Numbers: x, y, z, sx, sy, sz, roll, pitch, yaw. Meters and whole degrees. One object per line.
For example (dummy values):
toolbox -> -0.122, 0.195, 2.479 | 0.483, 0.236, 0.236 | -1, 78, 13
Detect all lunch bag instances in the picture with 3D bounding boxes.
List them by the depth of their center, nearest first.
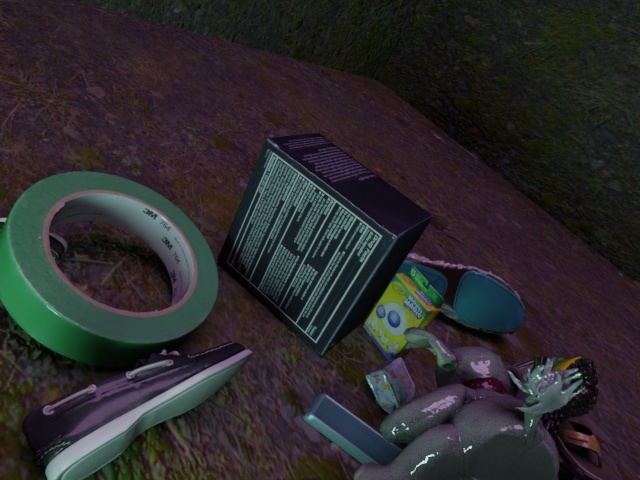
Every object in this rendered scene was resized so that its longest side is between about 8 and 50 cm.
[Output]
lunch bag -> 0.129, 0.265, 0.868 | 0.071, 0.053, 0.083 | -17, 78, -51

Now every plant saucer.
plant saucer -> 0.066, 0.318, 0.773 | 0.192, 0.018, 0.067 | 33, 31, 11

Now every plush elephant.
plush elephant -> 0.222, 0.268, 0.728 | 0.272, 0.330, 0.255 | 30, 10, -4

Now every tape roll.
tape roll -> -0.318, 0.035, 0.756 | 0.321, 0.077, 0.321 | 32, 34, -25

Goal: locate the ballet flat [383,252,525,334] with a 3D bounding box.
ballet flat -> 0.297, 0.107, 1.171 | 0.409, 0.147, 0.147 | 21, 31, -10

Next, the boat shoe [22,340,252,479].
boat shoe -> -0.222, 0.194, 0.641 | 0.091, 0.114, 0.303 | 46, 34, 19

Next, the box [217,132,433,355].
box -> 0.000, 0.000, 0.930 | 0.294, 0.296, 0.183 | 40, 32, 19

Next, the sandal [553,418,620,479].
sandal -> 0.514, 0.390, 0.971 | 0.090, 0.060, 0.219 | 9, 35, -28

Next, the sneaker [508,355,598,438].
sneaker -> 0.389, 0.323, 0.940 | 0.344, 0.146, 0.134 | -12, 90, -33

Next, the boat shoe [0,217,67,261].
boat shoe -> -0.516, 0.006, 0.735 | 0.228, 0.081, 0.068 | 13, 40, -16

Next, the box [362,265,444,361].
box -> 0.162, 0.145, 0.949 | 0.043, 0.179, 0.105 | -2, 41, -40

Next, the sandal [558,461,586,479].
sandal -> 0.416, 0.424, 0.861 | 0.179, 0.040, 0.067 | 12, 36, -23
